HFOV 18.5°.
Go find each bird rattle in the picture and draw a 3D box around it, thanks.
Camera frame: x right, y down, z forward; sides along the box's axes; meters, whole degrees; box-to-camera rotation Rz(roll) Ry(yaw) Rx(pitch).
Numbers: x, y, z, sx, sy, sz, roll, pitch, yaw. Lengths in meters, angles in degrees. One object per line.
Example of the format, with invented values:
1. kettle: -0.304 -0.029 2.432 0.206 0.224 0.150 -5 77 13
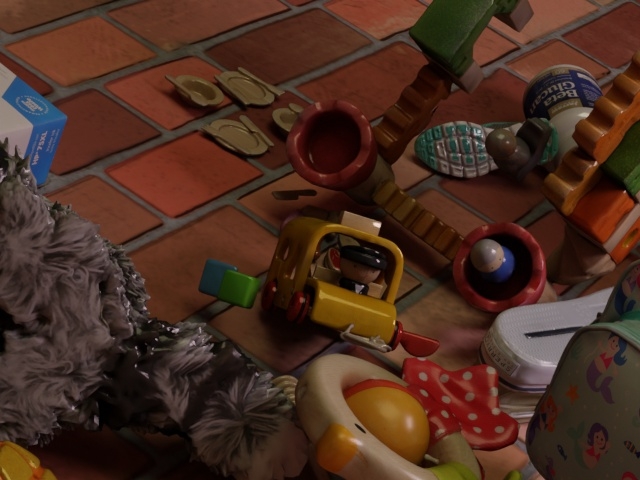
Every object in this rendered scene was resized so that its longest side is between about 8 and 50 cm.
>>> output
1. bird rattle: 0.074 0.152 1.520 0.207 0.143 0.253 32 28 -22

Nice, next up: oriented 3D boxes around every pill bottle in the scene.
1. pill bottle: 0.290 -0.125 2.245 0.094 0.094 0.169 16 29 -15

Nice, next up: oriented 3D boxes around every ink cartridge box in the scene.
1. ink cartridge box: -0.352 -0.094 1.709 0.134 0.078 0.231 38 31 23

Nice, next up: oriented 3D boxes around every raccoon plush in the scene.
1. raccoon plush: -0.246 0.049 1.528 0.446 0.216 0.299 44 0 -32

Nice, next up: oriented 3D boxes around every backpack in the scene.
1. backpack: 0.295 0.132 1.529 0.191 0.253 0.225 -2 38 -39

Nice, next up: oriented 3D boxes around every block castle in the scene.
1. block castle: 0.214 -0.164 1.864 0.303 0.453 0.213 39 0 22

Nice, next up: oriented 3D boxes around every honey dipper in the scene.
1. honey dipper: -0.005 0.172 1.580 0.030 0.030 0.161 6 35 -30

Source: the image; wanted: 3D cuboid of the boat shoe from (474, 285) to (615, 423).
1. boat shoe: 0.253 0.109 1.816 0.302 0.094 0.109 0 46 -36

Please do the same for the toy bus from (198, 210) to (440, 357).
1. toy bus: 0.019 0.029 1.700 0.202 0.104 0.191 16 -1 29

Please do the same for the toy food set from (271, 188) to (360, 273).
1. toy food set: 0.000 0.000 1.890 0.078 0.019 0.122 -4 47 -41

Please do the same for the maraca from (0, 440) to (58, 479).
1. maraca: -0.208 0.195 1.316 0.185 0.099 0.127 38 23 -36

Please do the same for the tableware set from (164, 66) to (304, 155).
1. tableware set: -0.079 -0.138 2.059 0.141 0.020 0.168 40 31 26

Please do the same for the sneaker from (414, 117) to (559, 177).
1. sneaker: 0.176 -0.101 2.168 0.166 0.065 0.076 -2 2 -20
